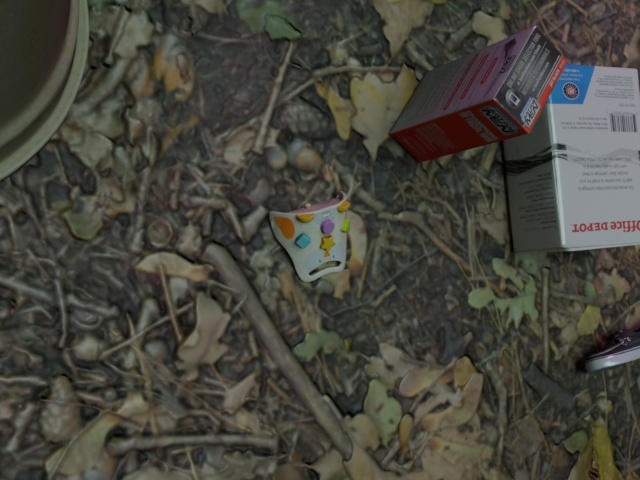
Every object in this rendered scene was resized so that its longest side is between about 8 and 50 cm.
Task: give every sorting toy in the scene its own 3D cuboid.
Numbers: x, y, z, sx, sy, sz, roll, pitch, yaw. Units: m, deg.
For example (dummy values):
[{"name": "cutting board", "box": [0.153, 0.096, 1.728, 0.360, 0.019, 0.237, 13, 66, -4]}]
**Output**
[{"name": "sorting toy", "box": [0.000, 0.000, 0.749, 0.083, 0.045, 0.075, -18, 114, -28]}]

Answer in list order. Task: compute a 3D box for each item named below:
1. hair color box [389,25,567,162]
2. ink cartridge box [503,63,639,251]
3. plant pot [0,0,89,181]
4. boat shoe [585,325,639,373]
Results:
[{"name": "hair color box", "box": [0.151, -0.139, 0.762, 0.053, 0.167, 0.093, 39, 70, -20]}, {"name": "ink cartridge box", "box": [0.290, -0.090, 0.877, 0.148, 0.086, 0.203, -3, 88, -28]}, {"name": "plant pot", "box": [-0.281, -0.197, 0.462, 0.333, 0.305, 0.334, 3, 84, -27]}, {"name": "boat shoe", "box": [0.367, 0.126, 0.927, 0.142, 0.049, 0.040, -11, 72, -30]}]
